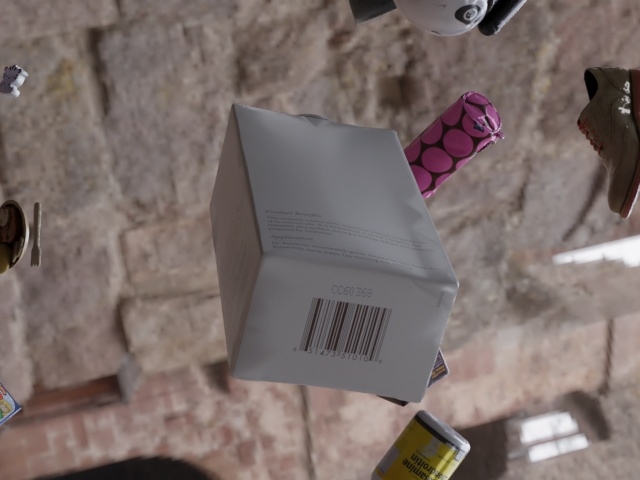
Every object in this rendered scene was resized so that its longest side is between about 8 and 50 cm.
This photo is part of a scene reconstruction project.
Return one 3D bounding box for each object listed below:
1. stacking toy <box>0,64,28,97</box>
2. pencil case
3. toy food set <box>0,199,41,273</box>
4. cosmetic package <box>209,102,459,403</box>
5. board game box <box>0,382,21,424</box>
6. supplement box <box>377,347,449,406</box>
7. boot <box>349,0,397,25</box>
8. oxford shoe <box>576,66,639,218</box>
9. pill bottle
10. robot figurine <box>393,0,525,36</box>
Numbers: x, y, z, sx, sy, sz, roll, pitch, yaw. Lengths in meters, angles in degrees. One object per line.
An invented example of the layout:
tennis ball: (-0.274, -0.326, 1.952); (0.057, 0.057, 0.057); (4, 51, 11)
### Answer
stacking toy: (-0.598, -0.298, 2.174); (0.167, 0.221, 0.052); (37, 69, -56)
pencil case: (0.211, -0.153, 2.291); (0.098, 0.095, 0.209); (44, -51, -5)
toy food set: (-0.557, -0.007, 2.397); (0.192, 0.038, 0.132); (-7, -99, 48)
cosmetic package: (0.000, 0.000, 1.516); (0.385, 0.217, 0.156); (-103, -155, -62)
board game box: (-0.601, 0.235, 2.260); (0.201, 0.035, 0.136); (52, 21, -3)
supplement box: (0.117, 0.154, 2.160); (0.080, 0.104, 0.188); (14, -48, 55)
boot: (0.141, -0.468, 2.341); (0.076, 0.208, 0.190); (55, 22, -46)
oxford shoe: (0.542, -0.186, 2.551); (0.123, 0.130, 0.348); (99, 0, -51)
pill bottle: (0.144, 0.366, 2.138); (0.103, 0.184, 0.103); (36, 1, -1)
robot figurine: (0.223, -0.439, 2.067); (0.209, 0.278, 0.173); (33, -23, 11)
